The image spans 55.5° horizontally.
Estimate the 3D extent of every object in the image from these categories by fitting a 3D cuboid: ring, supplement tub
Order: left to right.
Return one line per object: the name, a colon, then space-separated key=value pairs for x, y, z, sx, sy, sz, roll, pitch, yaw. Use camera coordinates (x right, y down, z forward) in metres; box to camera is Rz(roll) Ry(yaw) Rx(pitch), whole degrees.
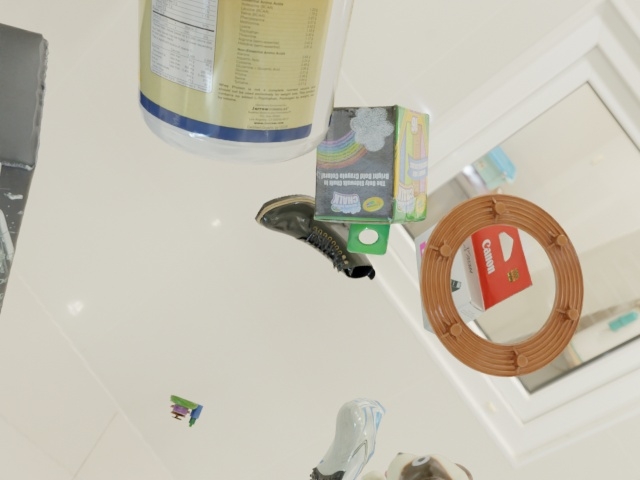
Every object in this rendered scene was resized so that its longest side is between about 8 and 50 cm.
supplement tub: x=-0.077 y=-0.266 z=0.653 sx=0.229 sy=0.316 sz=0.228 roll=8 pitch=32 yaw=-5
ring: x=0.339 y=0.077 z=1.104 sx=0.336 sy=0.337 sz=0.032 roll=51 pitch=-16 yaw=-5

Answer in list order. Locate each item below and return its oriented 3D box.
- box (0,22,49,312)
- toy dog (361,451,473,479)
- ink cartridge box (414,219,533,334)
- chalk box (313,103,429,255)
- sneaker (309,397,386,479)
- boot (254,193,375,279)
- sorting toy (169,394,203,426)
box: x=-0.695 y=-0.099 z=0.883 sx=0.480 sy=0.471 sz=0.297 roll=8 pitch=49 yaw=-29
toy dog: x=0.212 y=0.706 z=1.456 sx=0.396 sy=0.407 sz=0.285 roll=23 pitch=7 yaw=42
ink cartridge box: x=0.319 y=0.043 z=1.324 sx=0.060 sy=0.239 sz=0.275 roll=31 pitch=39 yaw=-26
chalk box: x=0.078 y=-0.087 z=0.908 sx=0.132 sy=0.133 sz=0.212 roll=-8 pitch=101 yaw=-59
sneaker: x=0.047 y=0.376 z=1.042 sx=0.086 sy=0.237 sz=0.085 roll=9 pitch=21 yaw=-35
boot: x=0.000 y=0.000 z=1.006 sx=0.198 sy=0.076 sz=0.137 roll=3 pitch=47 yaw=-36
sorting toy: x=-0.246 y=0.306 z=1.089 sx=0.061 sy=0.102 sz=0.042 roll=22 pitch=72 yaw=-5
